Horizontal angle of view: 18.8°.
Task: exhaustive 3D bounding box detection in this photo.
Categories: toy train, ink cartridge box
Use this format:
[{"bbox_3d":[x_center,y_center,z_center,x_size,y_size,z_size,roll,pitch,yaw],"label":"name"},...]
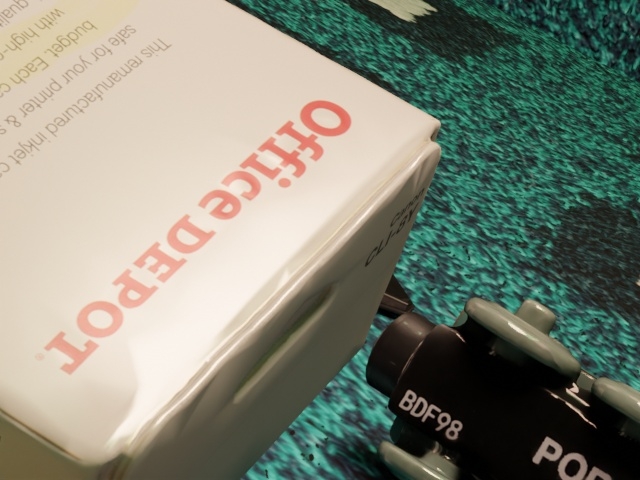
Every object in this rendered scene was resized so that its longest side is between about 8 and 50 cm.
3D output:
[{"bbox_3d":[0.179,0.150,1.109,0.334,0.142,0.190,30,0,25],"label":"toy train"},{"bbox_3d":[-0.182,-0.024,0.888,0.385,0.160,0.279,31,44,14],"label":"ink cartridge box"}]

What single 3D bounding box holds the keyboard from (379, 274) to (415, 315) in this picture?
[{"bbox_3d":[0.000,0.000,1.473,0.108,0.023,0.180,25,15,-26],"label":"keyboard"}]
